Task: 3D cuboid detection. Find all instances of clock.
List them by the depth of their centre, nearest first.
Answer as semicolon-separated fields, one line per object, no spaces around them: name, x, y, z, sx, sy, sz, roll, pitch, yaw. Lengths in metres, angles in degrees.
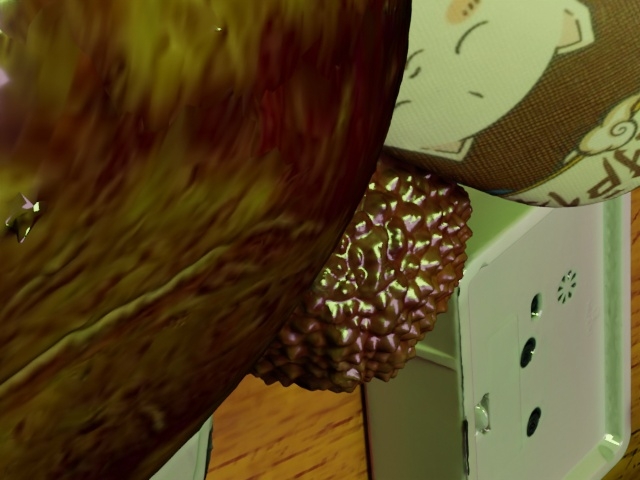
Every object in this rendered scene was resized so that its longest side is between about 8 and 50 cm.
clock;0.086;0.055;0.922;0.150;0.063;0.197;-38;135;-39

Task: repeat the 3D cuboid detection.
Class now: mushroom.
mushroom;-0.125;-0.007;0.422;0.345;0.239;0.345;-21;141;-18

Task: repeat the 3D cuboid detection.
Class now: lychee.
lychee;-0.003;0.000;0.716;0.129;0.123;0.123;-57;155;-66

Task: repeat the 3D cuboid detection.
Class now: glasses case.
glasses case;0.016;-0.102;0.622;0.321;0.082;0.122;24;124;-33

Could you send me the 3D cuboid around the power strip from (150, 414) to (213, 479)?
power strip;-0.089;0.141;0.661;0.109;0.037;0.279;-45;161;-31
